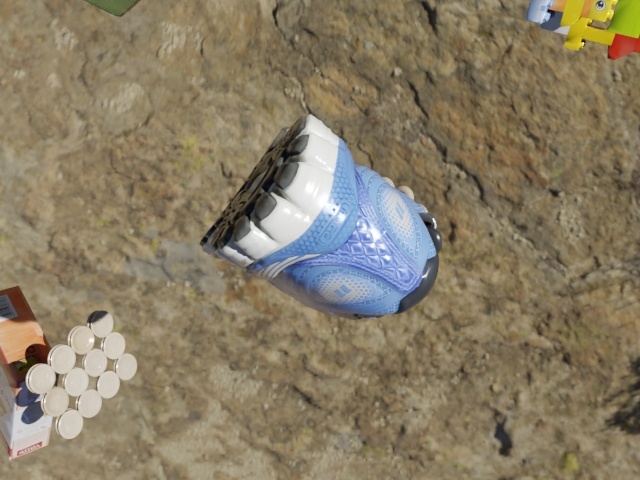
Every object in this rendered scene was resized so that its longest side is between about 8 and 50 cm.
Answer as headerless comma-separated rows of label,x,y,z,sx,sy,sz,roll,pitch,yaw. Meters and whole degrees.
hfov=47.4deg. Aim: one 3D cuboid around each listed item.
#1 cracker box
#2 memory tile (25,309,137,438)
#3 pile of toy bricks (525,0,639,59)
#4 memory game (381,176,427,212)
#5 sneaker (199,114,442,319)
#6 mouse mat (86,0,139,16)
cracker box,-0.460,0.202,1.091,0.067,0.156,0.232,-18,148,-37
memory tile,-0.309,0.172,0.954,0.012,0.148,0.113,-3,121,36
pile of toy bricks,0.193,-0.198,0.390,0.105,0.118,0.212,20,117,19
memory game,0.109,-0.018,1.230,0.186,0.012,0.186,17,119,34
sneaker,0.000,0.000,0.552,0.147,0.330,0.130,36,91,-10
mouse mat,-0.291,-0.318,0.868,0.152,0.189,0.007,23,87,-27
